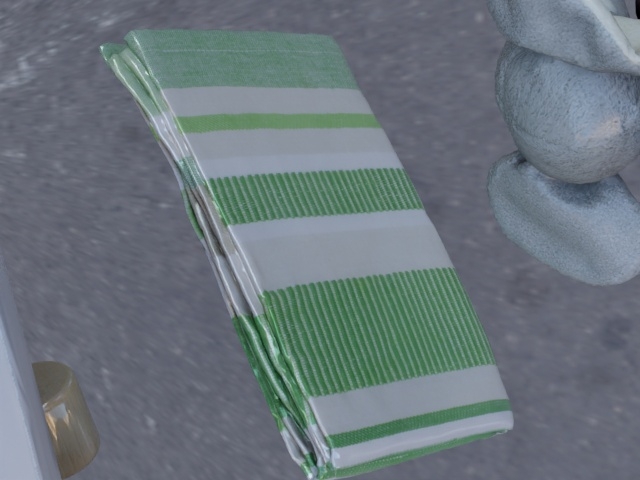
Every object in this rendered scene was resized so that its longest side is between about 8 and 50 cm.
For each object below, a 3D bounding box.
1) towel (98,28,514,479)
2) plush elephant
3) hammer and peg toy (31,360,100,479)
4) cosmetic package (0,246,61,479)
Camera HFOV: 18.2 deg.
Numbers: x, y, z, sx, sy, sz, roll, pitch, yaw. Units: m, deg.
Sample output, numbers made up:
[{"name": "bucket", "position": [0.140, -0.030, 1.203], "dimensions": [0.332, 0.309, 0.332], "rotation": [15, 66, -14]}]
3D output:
[{"name": "towel", "position": [0.000, 0.000, 1.346], "dimensions": [0.248, 0.038, 0.325], "rotation": [-6, 64, -53]}, {"name": "plush elephant", "position": [0.230, -0.111, 1.325], "dimensions": [0.255, 0.272, 0.330], "rotation": [14, 45, 6]}, {"name": "hammer and peg toy", "position": [-0.252, 0.239, 1.166], "dimensions": [0.266, 0.361, 0.127], "rotation": [-11, 122, 21]}, {"name": "cosmetic package", "position": [-0.266, 0.089, 0.869], "dimensions": [0.284, 0.097, 0.377], "rotation": [-11, 122, -3]}]
